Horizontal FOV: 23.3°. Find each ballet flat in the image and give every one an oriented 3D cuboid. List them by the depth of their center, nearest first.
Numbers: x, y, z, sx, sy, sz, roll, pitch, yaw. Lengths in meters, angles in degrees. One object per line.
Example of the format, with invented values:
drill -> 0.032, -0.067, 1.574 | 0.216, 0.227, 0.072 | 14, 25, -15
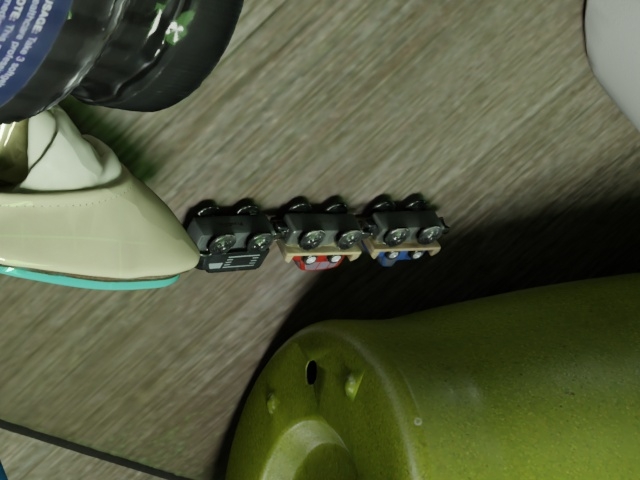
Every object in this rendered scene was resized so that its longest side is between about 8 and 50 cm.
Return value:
ballet flat -> -0.146, -0.027, 0.599 | 0.248, 0.086, 0.086 | 3, 132, -39

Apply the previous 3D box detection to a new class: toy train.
toy train -> 0.000, 0.000, 0.784 | 0.158, 0.027, 0.036 | -3, 139, -35

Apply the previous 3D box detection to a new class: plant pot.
plant pot -> 0.144, 0.175, 0.871 | 0.353, 0.366, 0.366 | 5, 132, -27

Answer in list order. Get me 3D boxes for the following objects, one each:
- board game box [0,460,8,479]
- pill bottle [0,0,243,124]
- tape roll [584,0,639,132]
board game box -> -0.335, 0.133, 0.633 | 0.308, 0.086, 0.302 | -37, 146, 7
pill bottle -> -0.133, -0.101, 0.471 | 0.219, 0.123, 0.123 | 9, 128, -44
tape roll -> 0.274, -0.137, 0.766 | 0.286, 0.100, 0.286 | -21, 144, -16
